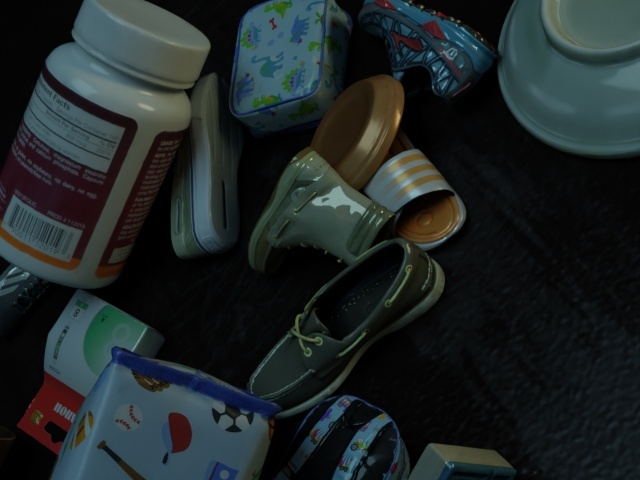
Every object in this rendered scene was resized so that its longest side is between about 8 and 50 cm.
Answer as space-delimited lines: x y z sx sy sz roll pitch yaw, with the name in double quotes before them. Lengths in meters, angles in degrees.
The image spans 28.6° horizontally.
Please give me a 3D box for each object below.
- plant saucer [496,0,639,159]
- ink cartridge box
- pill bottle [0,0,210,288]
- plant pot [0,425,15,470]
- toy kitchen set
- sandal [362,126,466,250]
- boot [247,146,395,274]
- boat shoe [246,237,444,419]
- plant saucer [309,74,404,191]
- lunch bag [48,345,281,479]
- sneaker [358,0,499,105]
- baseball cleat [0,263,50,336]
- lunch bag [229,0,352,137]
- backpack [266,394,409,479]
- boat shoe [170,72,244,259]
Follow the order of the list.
"plant saucer" 0.395 -0.297 1.596 0.400 0.100 0.400 -17 53 25
"ink cartridge box" -0.349 0.198 1.831 0.181 0.056 0.224 22 75 42
"pill bottle" -0.323 -0.148 1.826 0.224 0.224 0.392 45 115 43
"plant pot" -0.575 0.364 1.799 0.215 0.215 0.230 13 85 39
"toy kitchen set" 0.156 0.355 1.365 0.166 0.122 0.207 41 110 43
"sandal" 0.095 -0.090 1.687 0.102 0.076 0.265 -40 48 8
"boot" 0.000 0.000 1.685 0.165 0.077 0.213 37 128 13
"boat shoe" 0.016 0.110 1.606 0.305 0.091 0.109 -40 48 7
"plant saucer" 0.040 -0.144 1.731 0.200 0.037 0.200 -46 29 34
"lunch bag" -0.204 0.303 1.494 0.385 0.239 0.327 160 132 -77
"sneaker" 0.123 -0.266 1.762 0.262 0.104 0.125 34 93 49
"baseball cleat" -0.450 0.062 1.974 0.109 0.072 0.206 12 74 32
"lunch bag" -0.048 -0.267 1.888 0.176 0.090 0.219 -13 56 27
"backpack" 0.030 0.278 1.474 0.158 0.117 0.173 21 76 41
"boat shoe" -0.180 -0.114 1.875 0.094 0.109 0.302 -18 57 28
